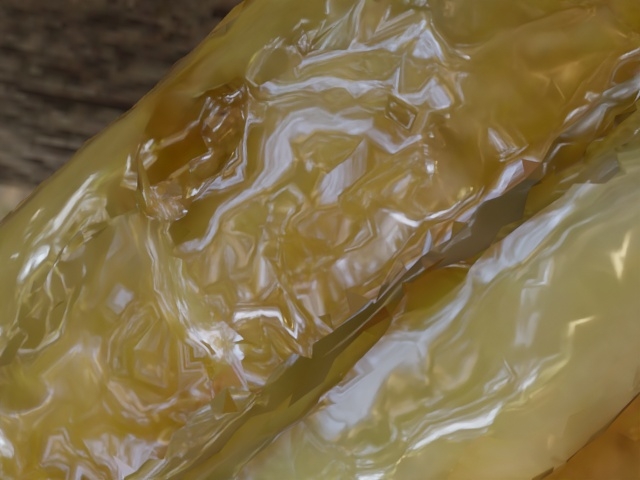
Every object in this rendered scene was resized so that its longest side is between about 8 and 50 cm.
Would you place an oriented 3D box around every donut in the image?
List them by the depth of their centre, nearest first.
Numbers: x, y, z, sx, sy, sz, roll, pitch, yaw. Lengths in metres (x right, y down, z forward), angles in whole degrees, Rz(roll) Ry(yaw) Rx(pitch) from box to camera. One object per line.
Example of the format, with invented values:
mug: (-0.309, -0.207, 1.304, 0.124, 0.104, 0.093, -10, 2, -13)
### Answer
donut: (0.018, 0.029, 0.551, 0.449, 0.198, 0.449, -39, 3, 3)
